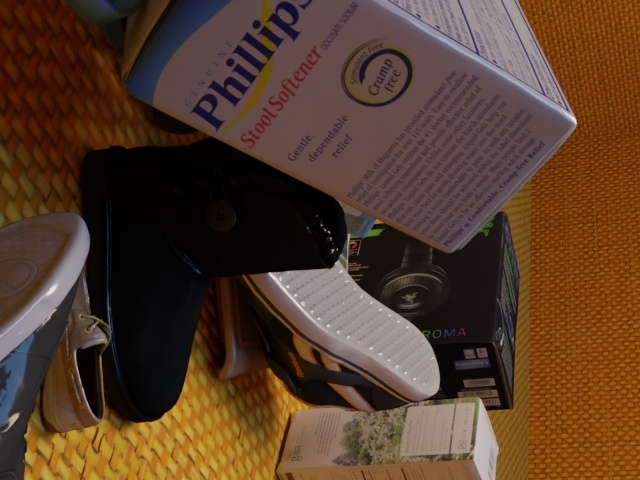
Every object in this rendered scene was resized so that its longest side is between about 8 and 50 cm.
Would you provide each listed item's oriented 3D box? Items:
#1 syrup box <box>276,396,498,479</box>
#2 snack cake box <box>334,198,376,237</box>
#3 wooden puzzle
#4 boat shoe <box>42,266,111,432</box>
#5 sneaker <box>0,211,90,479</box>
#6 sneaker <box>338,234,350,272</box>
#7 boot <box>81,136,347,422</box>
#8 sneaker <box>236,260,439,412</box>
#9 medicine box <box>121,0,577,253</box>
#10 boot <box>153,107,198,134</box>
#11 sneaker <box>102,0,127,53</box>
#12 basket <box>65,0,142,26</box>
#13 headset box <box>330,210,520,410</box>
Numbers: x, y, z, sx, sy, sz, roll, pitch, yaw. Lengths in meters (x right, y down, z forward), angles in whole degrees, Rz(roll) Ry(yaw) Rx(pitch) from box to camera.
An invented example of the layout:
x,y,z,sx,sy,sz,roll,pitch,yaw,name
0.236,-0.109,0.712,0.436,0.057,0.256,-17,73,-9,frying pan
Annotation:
x,y,z,sx,sy,sz,roll,pitch,yaw,name
0.078,0.254,1.241,0.093,0.237,0.096,-74,149,-48,syrup box
0.040,-0.155,1.090,0.152,0.089,0.264,122,-21,-50,snack cake box
-0.074,0.025,1.182,0.221,0.044,0.238,3,85,-72,wooden puzzle
-0.184,0.078,0.816,0.050,0.045,0.135,17,68,-70,boat shoe
-0.208,0.117,0.654,0.295,0.105,0.146,-68,149,-44,sneaker
0.000,0.000,1.230,0.086,0.064,0.192,-55,143,-70,sneaker
-0.083,0.026,0.881,0.094,0.207,0.246,-11,95,-72,boot
-0.015,0.089,1.115,0.321,0.127,0.126,44,35,-31,sneaker
0.015,-0.171,0.814,0.289,0.149,0.263,25,33,-23,medicine box
-0.118,-0.231,1.050,0.076,0.189,0.208,19,33,-39,boot
-0.143,-0.281,0.984,0.081,0.091,0.232,40,47,-64,sneaker
-0.190,-0.309,0.674,0.289,0.201,0.254,49,37,-44,basket
0.140,0.093,1.463,0.283,0.246,0.131,-73,151,-48,headset box
